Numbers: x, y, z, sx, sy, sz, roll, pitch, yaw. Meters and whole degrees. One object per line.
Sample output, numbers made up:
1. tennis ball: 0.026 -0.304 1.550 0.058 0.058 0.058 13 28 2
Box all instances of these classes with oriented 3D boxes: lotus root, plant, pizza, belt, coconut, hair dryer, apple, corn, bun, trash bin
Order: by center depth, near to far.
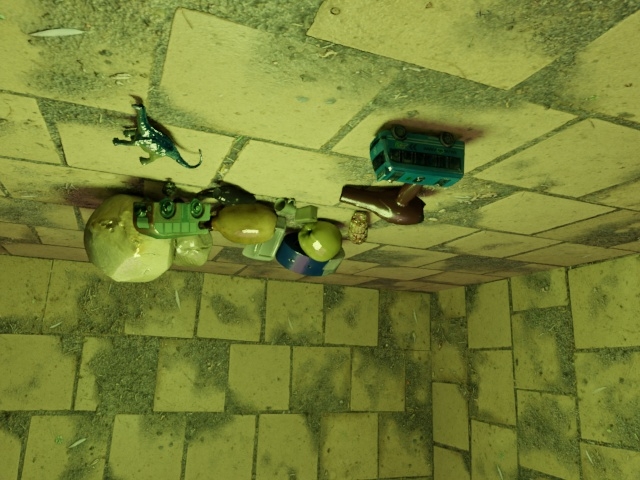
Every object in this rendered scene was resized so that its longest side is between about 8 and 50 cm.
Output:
1. hair dryer: 0.251 -0.176 1.714 0.312 0.123 0.340 15 154 -9
2. plant: -0.539 -0.187 1.823 0.051 0.051 0.102 9 171 -26
3. hair dryer: -0.376 -0.167 1.905 0.219 0.075 0.195 6 180 32
4. coconut: -0.747 -0.007 1.994 0.346 0.347 0.360 -5 172 29
5. lotus root: -0.325 -0.069 2.034 0.309 0.183 0.183 2 167 -3
6. trash bin: -0.060 -0.105 2.077 0.092 0.061 0.043 -7 165 41
7. pizza: -0.423 -0.101 2.164 0.188 0.062 0.199 3 159 -12
8. corn: 0.169 -0.052 2.208 0.092 0.092 0.280 2 164 1
9. apple: 0.000 0.000 2.259 0.199 0.200 0.200 2 167 0
10. bun: -0.614 -0.006 2.291 0.281 0.205 0.281 15 163 5
11. belt: -0.044 0.063 2.429 0.346 0.212 0.117 5 124 -39

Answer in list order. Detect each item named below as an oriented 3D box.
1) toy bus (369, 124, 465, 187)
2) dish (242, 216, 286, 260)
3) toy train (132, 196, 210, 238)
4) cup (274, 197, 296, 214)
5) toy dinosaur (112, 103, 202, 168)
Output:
1. toy bus: 0.261 -0.221 1.374 0.246 0.135 0.113 4 166 -15
2. dish: -0.231 -0.003 2.206 0.151 0.213 0.077 13 -162 -37
3. toy train: -0.555 -0.086 1.888 0.129 0.160 0.326 2 -176 30
4. cup: -0.131 -0.140 1.990 0.054 0.075 0.083 37 -169 32
5. toy dinosaur: -0.463 -0.270 1.401 0.147 0.077 0.363 -8 161 12
